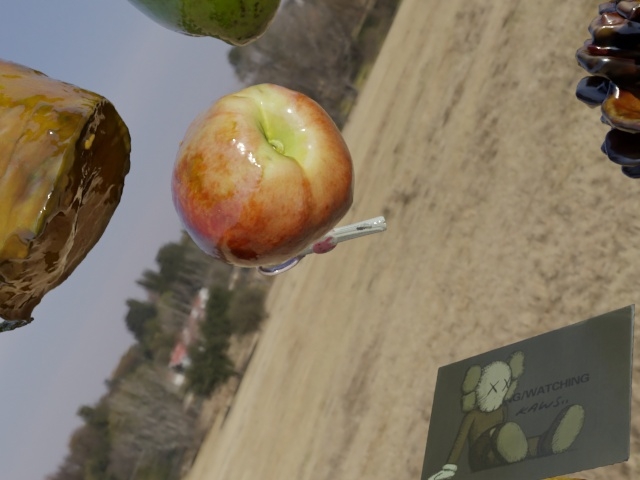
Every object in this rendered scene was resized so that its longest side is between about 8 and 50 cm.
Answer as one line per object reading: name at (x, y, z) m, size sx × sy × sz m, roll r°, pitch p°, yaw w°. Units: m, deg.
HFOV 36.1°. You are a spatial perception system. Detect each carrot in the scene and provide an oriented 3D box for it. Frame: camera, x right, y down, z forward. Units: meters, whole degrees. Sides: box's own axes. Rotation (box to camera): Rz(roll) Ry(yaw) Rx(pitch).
carrot at (-0.324, -0.065, 1.014) m, size 0.241 × 0.341 × 0.241 m, roll -42°, pitch -33°, yaw -35°

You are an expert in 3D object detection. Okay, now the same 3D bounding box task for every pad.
pad at (0.151, 0.126, 0.740) m, size 0.190 × 0.004 × 0.127 m, roll -26°, pitch 37°, yaw 41°

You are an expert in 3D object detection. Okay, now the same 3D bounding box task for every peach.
peach at (-0.083, -0.070, 1.248) m, size 0.256 × 0.232 × 0.232 m, roll 123°, pitch 170°, yaw -55°

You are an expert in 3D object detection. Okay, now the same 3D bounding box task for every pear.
pear at (-0.185, -0.409, 1.445) m, size 0.286 × 0.281 × 0.176 m, roll -26°, pitch 11°, yaw 9°

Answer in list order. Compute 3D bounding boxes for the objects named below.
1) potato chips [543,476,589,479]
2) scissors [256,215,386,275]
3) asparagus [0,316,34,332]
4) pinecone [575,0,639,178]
potato chips at (0.264, 0.294, 1.156) m, size 0.026 × 0.204 × 0.037 m, roll -50°, pitch 47°, yaw 36°
scissors at (0.000, 0.000, 1.731) m, size 0.118 × 0.242 × 0.030 m, roll 89°, pitch 163°, yaw -53°
asparagus at (-0.501, 0.147, 1.331) m, size 0.022 × 0.233 × 0.023 m, roll 92°, pitch 153°, yaw -65°
pinecone at (0.461, -0.211, 1.025) m, size 0.398 × 0.398 × 0.397 m, roll -157°, pitch 90°, yaw -86°
